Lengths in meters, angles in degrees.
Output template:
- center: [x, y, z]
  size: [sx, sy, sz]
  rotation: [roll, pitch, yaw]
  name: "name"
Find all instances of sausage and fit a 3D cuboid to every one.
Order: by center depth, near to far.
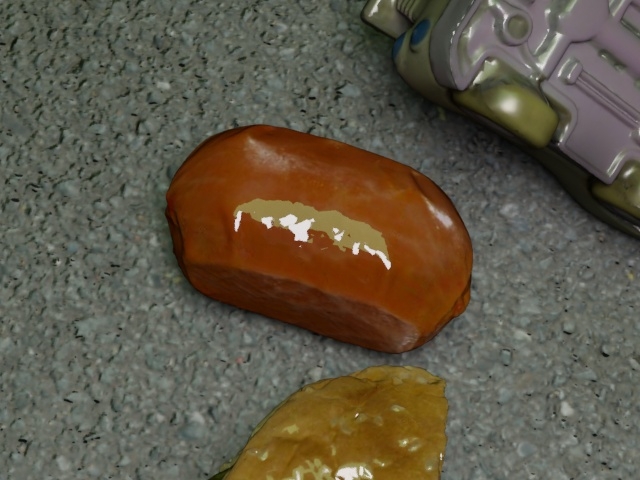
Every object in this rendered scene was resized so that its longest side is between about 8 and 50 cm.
- center: [0.000, -0.001, 1.190]
  size: [0.268, 0.153, 0.141]
  rotation: [17, 64, 6]
  name: "sausage"

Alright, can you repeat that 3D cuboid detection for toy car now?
- center: [0.229, -0.161, 1.192]
  size: [0.336, 0.226, 0.242]
  rotation: [29, 92, -27]
  name: "toy car"

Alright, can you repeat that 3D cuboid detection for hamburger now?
- center: [-0.022, 0.249, 1.091]
  size: [0.209, 0.162, 0.330]
  rotation: [7, 74, 1]
  name: "hamburger"
